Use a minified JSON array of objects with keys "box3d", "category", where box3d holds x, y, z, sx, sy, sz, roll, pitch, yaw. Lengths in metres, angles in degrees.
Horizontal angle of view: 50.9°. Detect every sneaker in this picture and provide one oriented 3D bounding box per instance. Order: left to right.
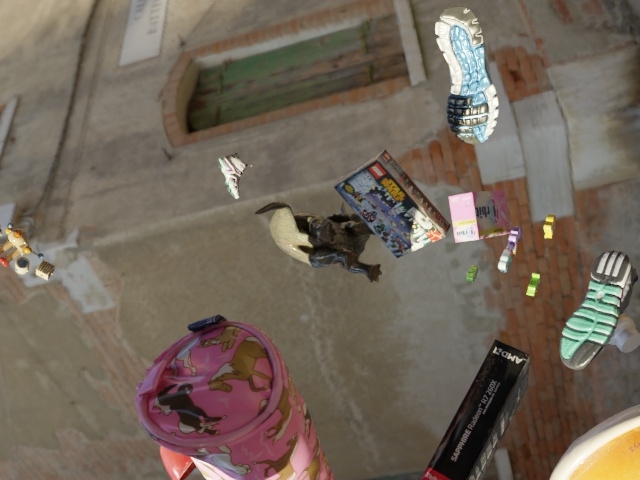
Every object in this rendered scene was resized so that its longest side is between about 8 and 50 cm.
[{"box3d":[-0.181,-0.149,1.500,0.038,0.069,0.098,12,123,66],"category":"sneaker"},{"box3d":[0.207,-0.229,0.921,0.083,0.071,0.191,-56,-42,-58],"category":"sneaker"},{"box3d":[0.506,0.134,1.188,0.098,0.083,0.224,30,-94,-39],"category":"sneaker"}]

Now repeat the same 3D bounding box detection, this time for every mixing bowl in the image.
[{"box3d":[-0.321,0.488,1.624,0.098,0.181,0.181,39,-172,8],"category":"mixing bowl"}]

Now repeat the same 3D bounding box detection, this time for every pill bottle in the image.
[{"box3d":[0.569,0.162,1.310,0.116,0.065,0.065,-119,5,-49],"category":"pill bottle"}]

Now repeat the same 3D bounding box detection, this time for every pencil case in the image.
[{"box3d":[-0.084,0.254,0.819,0.167,0.160,0.386,49,164,38],"category":"pencil case"}]

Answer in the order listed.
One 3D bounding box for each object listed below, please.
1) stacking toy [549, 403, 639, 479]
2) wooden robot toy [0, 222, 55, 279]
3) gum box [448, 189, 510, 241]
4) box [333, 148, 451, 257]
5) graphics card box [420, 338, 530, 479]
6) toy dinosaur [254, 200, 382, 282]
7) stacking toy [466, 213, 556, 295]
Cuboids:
[{"box3d":[0.562,0.489,0.921,0.480,0.350,0.351,-105,-5,-53],"category":"stacking toy"},{"box3d":[-0.630,0.013,1.394,0.173,0.079,0.076,44,-125,1],"category":"wooden robot toy"},{"box3d":[0.379,-0.059,1.580,0.188,0.062,0.107,-8,-91,-51],"category":"gum box"},{"box3d":[0.094,-0.045,0.892,0.137,0.094,0.027,47,-131,-12],"category":"box"},{"box3d":[0.357,0.434,1.524,0.371,0.094,0.233,-55,-29,-19],"category":"graphics card box"},{"box3d":[0.000,0.000,1.041,0.313,0.160,0.121,-3,-84,-46],"category":"toy dinosaur"},{"box3d":[0.461,0.020,1.626,0.221,0.167,0.052,-64,-33,-26],"category":"stacking toy"}]
